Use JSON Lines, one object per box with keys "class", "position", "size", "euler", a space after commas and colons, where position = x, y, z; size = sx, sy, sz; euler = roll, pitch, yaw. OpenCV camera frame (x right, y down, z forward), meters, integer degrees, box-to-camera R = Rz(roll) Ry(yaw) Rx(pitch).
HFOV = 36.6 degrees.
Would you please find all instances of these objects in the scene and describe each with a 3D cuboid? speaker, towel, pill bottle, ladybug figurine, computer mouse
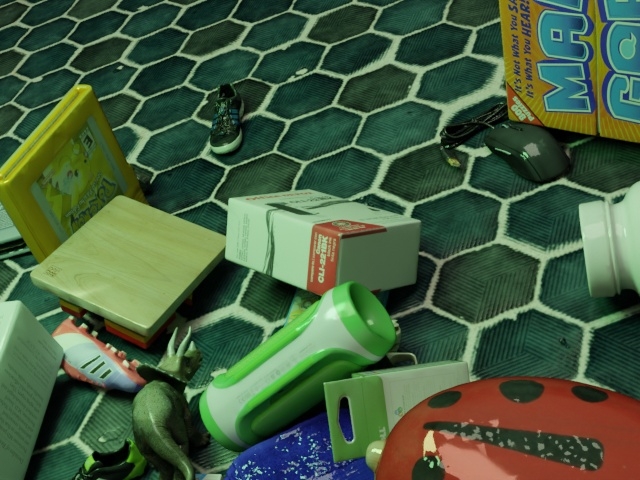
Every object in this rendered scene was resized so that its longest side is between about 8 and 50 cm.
{"class": "speaker", "position": [-0.036, 0.186, 1.402], "size": [0.296, 0.131, 0.131], "euler": [-38, 35, 20]}
{"class": "towel", "position": [0.008, 0.367, 1.292], "size": [0.227, 0.076, 0.308], "euler": [-29, 40, -8]}
{"class": "pill bottle", "position": [0.549, -0.005, 1.387], "size": [0.333, 0.188, 0.188], "euler": [-8, 41, 17]}
{"class": "ladybug figurine", "position": [0.269, 0.287, 1.153], "size": [0.449, 0.162, 0.305], "euler": [4, 50, 14]}
{"class": "computer mouse", "position": [0.325, -0.178, 1.784], "size": [0.184, 0.060, 0.262], "euler": [-25, 39, -6]}

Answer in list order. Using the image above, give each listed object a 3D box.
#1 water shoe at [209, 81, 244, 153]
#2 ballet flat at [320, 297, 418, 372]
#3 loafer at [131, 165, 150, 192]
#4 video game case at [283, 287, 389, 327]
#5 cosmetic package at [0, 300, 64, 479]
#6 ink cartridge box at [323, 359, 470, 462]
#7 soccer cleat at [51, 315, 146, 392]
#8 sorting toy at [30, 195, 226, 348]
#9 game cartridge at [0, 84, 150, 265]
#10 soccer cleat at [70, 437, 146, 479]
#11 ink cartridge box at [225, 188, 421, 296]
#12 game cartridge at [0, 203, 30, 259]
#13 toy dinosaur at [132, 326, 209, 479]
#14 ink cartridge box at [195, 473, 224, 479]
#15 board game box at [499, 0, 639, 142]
{"class": "water shoe", "position": [-0.213, -0.268, 2.111], "size": [0.072, 0.080, 0.203], "euler": [-13, 40, 11]}
{"class": "ballet flat", "position": [0.090, 0.180, 1.468], "size": [0.096, 0.095, 0.280], "euler": [-18, 49, -11]}
{"class": "loafer", "position": [-0.422, -0.142, 2.079], "size": [0.170, 0.062, 0.061], "euler": [15, 46, 34]}
{"class": "video game case", "position": [0.029, 0.111, 1.623], "size": [0.166, 0.015, 0.119], "euler": [-3, 43, 21]}
{"class": "cosmetic package", "position": [-0.585, 0.326, 1.493], "size": [0.230, 0.161, 0.453], "euler": [-5, 50, 17]}
{"class": "ink cartridge box", "position": [0.102, 0.230, 1.318], "size": [0.209, 0.109, 0.062], "euler": [-6, -3, -17]}
{"class": "soccer cleat", "position": [-0.385, 0.214, 1.653], "size": [0.248, 0.083, 0.095], "euler": [27, 80, 41]}
{"class": "sorting toy", "position": [-0.333, 0.060, 1.745], "size": [0.257, 0.089, 0.255], "euler": [21, 46, 21]}
{"class": "game cartridge", "position": [-0.450, -0.079, 1.810], "size": [0.052, 0.324, 0.285], "euler": [5, 46, 27]}
{"class": "soccer cleat", "position": [-0.349, 0.360, 1.462], "size": [0.179, 0.072, 0.060], "euler": [-31, 40, -12]}
{"class": "ink cartridge box", "position": [0.000, 0.000, 1.609], "size": [0.197, 0.114, 0.272], "euler": [-9, 19, -44]}
{"class": "game cartridge", "position": [-0.599, -0.059, 2.051], "size": [0.294, 0.060, 0.196], "euler": [-14, 44, 17]}
{"class": "toy dinosaur", "position": [-0.234, 0.271, 1.419], "size": [0.121, 0.160, 0.313], "euler": [-19, 19, 9]}
{"class": "ink cartridge box", "position": [-0.171, 0.379, 1.395], "size": [0.048, 0.028, 0.083], "euler": [-4, 42, 22]}
{"class": "board game box", "position": [0.556, -0.418, 1.683], "size": [0.356, 0.357, 0.356], "euler": [16, 44, 37]}
